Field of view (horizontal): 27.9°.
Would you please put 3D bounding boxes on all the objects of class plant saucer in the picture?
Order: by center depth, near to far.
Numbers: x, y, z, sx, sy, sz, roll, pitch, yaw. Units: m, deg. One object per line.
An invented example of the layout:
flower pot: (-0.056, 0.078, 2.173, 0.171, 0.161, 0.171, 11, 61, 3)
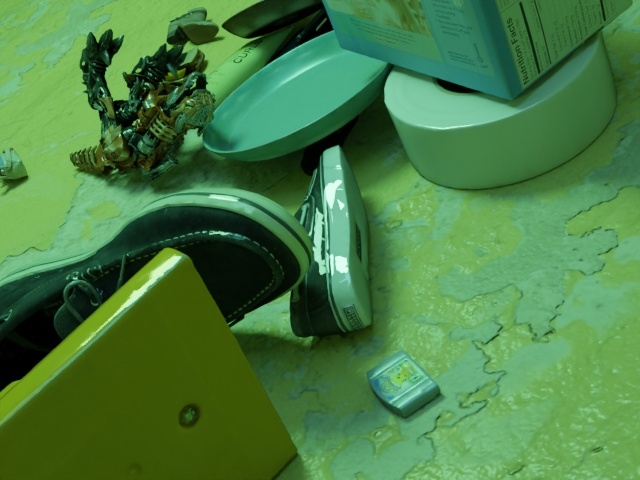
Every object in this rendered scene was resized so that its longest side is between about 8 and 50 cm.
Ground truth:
plant saucer: (-0.019, -0.203, 1.803, 0.318, 0.043, 0.317, -25, 26, 13)
plant saucer: (-0.060, -0.363, 2.047, 0.199, 0.036, 0.198, -23, 4, 2)

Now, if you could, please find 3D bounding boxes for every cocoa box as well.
cocoa box: (0.167, -0.356, 1.606, 0.228, 0.231, 0.347, -39, 37, -20)

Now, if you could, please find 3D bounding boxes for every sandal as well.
sandal: (0.010, -0.160, 1.797, 0.067, 0.040, 0.179, -11, 37, 24)

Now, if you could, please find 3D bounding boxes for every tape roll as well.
tape roll: (0.230, -0.192, 1.646, 0.286, 0.100, 0.286, -18, 34, 13)

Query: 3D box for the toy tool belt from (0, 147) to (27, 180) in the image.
toy tool belt: (-0.508, -0.122, 2.076, 0.051, 0.052, 0.083, -26, 32, -15)

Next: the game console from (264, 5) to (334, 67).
game console: (-0.031, -0.322, 2.018, 0.071, 0.107, 0.122, 26, 55, 16)

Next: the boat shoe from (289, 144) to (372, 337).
boat shoe: (0.000, 0.000, 1.544, 0.102, 0.108, 0.301, -16, 42, 12)

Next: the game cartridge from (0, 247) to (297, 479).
game cartridge: (-0.190, 0.211, 1.216, 0.324, 0.285, 0.053, -42, 38, -23)

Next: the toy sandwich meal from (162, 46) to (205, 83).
toy sandwich meal: (-0.232, -0.289, 2.137, 0.086, 0.029, 0.085, -17, 35, 13)

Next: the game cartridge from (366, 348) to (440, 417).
game cartridge: (0.084, 0.151, 1.359, 0.056, 0.017, 0.083, -36, 35, -8)

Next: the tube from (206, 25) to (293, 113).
tube: (-0.131, -0.265, 2.018, 0.070, 0.062, 0.240, 25, 47, 13)

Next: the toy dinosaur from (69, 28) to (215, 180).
toy dinosaur: (-0.280, -0.182, 1.902, 0.322, 0.164, 0.218, -17, 73, 23)

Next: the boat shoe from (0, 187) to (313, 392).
boat shoe: (-0.216, 0.078, 1.482, 0.500, 0.187, 0.156, -18, 38, 34)

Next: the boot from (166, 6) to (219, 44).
boot: (-0.215, -0.376, 2.232, 0.118, 0.042, 0.087, -6, 36, 26)
